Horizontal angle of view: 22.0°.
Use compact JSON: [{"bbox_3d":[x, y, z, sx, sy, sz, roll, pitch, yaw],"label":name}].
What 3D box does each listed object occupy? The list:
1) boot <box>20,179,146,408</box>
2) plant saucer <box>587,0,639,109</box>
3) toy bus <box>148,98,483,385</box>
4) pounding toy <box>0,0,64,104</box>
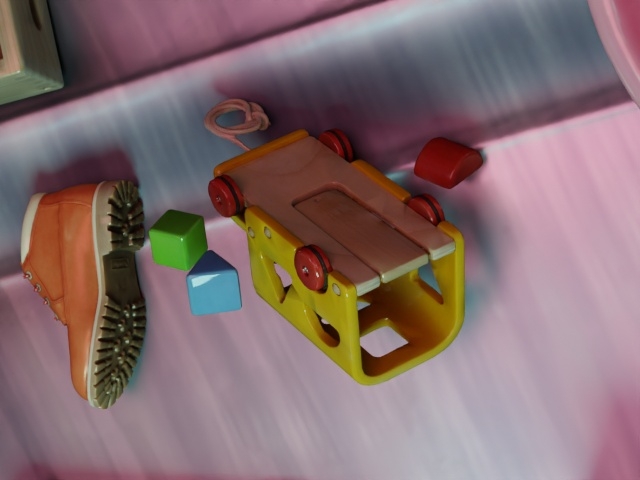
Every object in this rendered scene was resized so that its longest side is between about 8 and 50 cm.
[{"bbox_3d":[-0.170,0.038,1.150,0.084,0.059,0.158,-1,86,22],"label":"boot"},{"bbox_3d":[0.294,-0.175,0.902,0.332,0.084,0.332,20,119,42],"label":"plant saucer"},{"bbox_3d":[0.002,0.007,1.058,0.191,0.202,0.104,4,126,11],"label":"toy bus"},{"bbox_3d":[-0.227,-0.191,1.134,0.206,0.094,0.181,-13,85,10],"label":"pounding toy"}]
